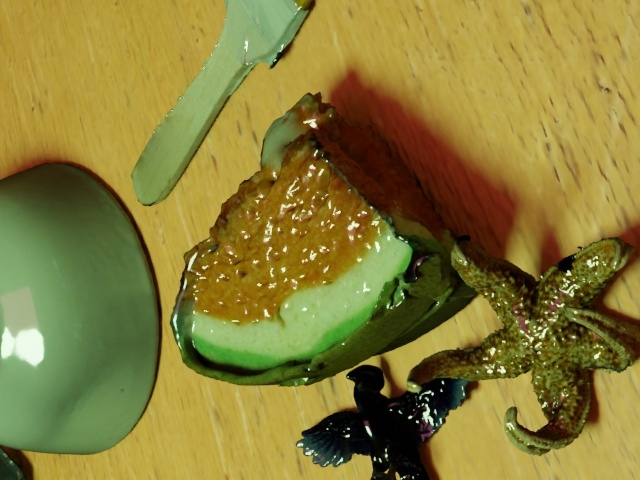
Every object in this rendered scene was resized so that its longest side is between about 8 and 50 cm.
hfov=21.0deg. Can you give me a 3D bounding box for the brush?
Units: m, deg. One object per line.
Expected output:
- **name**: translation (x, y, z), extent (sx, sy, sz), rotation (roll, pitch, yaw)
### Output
- **brush**: translation (-0.082, -0.143, 1.455), extent (0.336, 0.020, 0.085), rotation (-51, 62, 39)

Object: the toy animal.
- **toy animal**: translation (0.051, 0.149, 1.348), extent (0.220, 0.062, 0.108), rotation (-38, 52, 44)

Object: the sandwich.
- **sandwich**: translation (-0.003, 0.014, 1.342), extent (0.292, 0.109, 0.212), rotation (-45, 58, 37)

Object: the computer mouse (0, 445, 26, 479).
- **computer mouse**: translation (-0.351, 0.309, 1.772), extent (0.126, 0.071, 0.231), rotation (11, 96, 31)

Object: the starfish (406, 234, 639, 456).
- **starfish**: translation (0.147, 0.054, 1.190), extent (0.146, 0.074, 0.190), rotation (35, 123, 8)

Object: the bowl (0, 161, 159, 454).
- **bowl**: translation (-0.296, 0.074, 1.620), extent (0.289, 0.146, 0.289), rotation (9, 102, 45)
